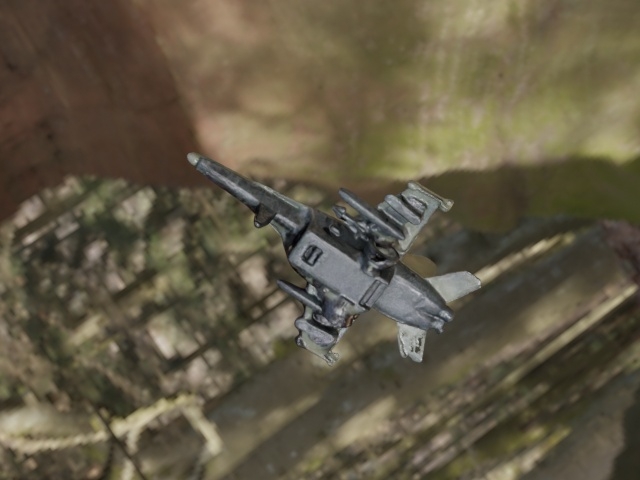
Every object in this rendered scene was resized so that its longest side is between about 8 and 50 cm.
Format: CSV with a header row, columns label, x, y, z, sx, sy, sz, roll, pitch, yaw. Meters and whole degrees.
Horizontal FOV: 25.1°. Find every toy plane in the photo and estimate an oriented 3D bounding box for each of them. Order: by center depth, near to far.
label,x,y,z,sx,sy,sz,roll,pitch,yaw
toy plane,-0.001,0.005,1.206,0.262,0.192,0.088,28,-154,-12
